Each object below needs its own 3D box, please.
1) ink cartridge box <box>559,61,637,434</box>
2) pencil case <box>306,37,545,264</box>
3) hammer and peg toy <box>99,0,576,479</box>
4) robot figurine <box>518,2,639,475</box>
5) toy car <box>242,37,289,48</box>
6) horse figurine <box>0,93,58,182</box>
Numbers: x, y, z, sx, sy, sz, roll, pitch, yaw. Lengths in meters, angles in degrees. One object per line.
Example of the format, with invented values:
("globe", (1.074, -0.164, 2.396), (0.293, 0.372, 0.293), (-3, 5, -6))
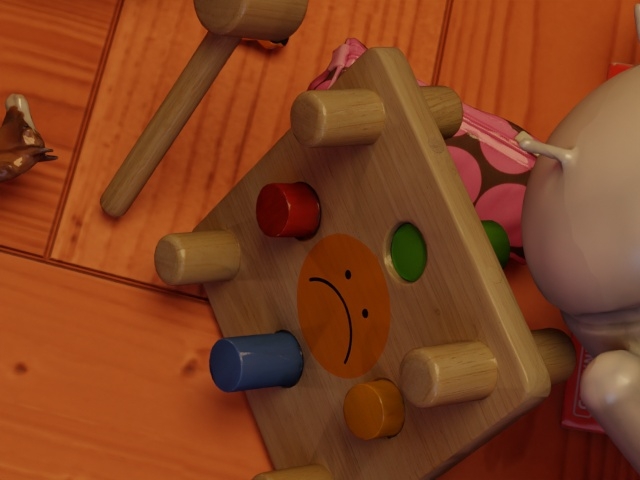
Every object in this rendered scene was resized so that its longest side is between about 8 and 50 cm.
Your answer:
("ink cartridge box", (0.301, 0.019, 1.329), (0.239, 0.060, 0.275), (8, 92, 8))
("pencil case", (0.086, -0.071, 1.406), (0.209, 0.098, 0.095), (27, 61, 2))
("hammer and peg toy", (0.000, 0.000, 1.276), (0.127, 0.266, 0.361), (-5, 63, -40))
("robot figurine", (0.260, 0.028, 1.173), (0.353, 0.200, 0.300), (49, 53, -19))
("toy car", (-0.053, -0.197, 1.483), (0.040, 0.060, 0.122), (-25, 43, 22))
("horse figurine", (-0.336, -0.082, 1.335), (0.263, 0.066, 0.174), (-16, 64, -21))
